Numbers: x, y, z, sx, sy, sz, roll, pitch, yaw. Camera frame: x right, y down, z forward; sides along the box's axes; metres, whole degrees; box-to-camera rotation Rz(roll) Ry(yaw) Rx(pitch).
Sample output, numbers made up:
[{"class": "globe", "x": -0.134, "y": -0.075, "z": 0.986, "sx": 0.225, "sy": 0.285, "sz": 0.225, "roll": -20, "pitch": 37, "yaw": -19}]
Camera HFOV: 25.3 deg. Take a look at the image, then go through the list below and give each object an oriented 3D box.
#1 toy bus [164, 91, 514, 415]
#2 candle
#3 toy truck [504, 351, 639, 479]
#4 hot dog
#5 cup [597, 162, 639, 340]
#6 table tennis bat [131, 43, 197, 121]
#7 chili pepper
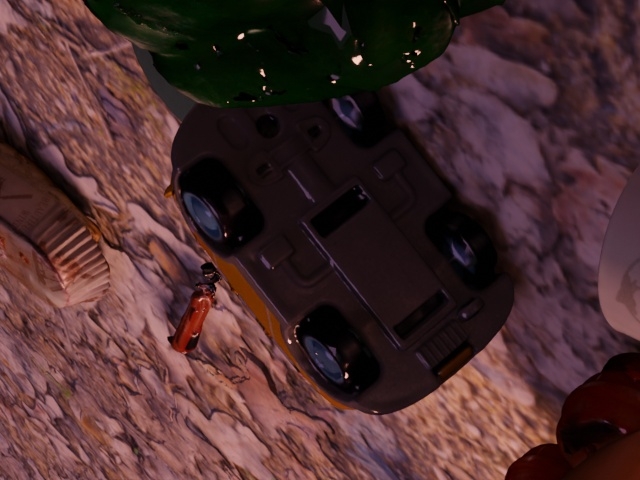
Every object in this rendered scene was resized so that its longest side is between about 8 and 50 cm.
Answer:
[{"class": "toy bus", "x": 0.000, "y": 0.000, "z": 0.842, "sx": 0.209, "sy": 0.126, "sz": 0.136, "roll": 52, "pitch": 161, "yaw": -1}, {"class": "candle", "x": -0.101, "y": 0.059, "z": 1.170, "sx": 0.026, "sy": 0.021, "sz": 0.167, "roll": 66, "pitch": 157, "yaw": 17}, {"class": "toy truck", "x": 0.184, "y": 0.219, "z": 0.770, "sx": 0.239, "sy": 0.189, "sz": 0.265, "roll": 35, "pitch": 149, "yaw": 10}, {"class": "hot dog", "x": -0.289, "y": -0.031, "z": 1.290, "sx": 0.268, "sy": 0.075, "sz": 0.144, "roll": 36, "pitch": 153, "yaw": 21}, {"class": "cup", "x": 0.191, "y": 0.003, "z": 0.579, "sx": 0.133, "sy": 0.099, "sz": 0.136, "roll": 27, "pitch": 145, "yaw": 39}, {"class": "table tennis bat", "x": -0.081, "y": -0.133, "z": 0.900, "sx": 0.124, "sy": 0.033, "sz": 0.201, "roll": 36, "pitch": 151, "yaw": 23}, {"class": "chili pepper", "x": -0.031, "y": -0.151, "z": 0.669, "sx": 0.165, "sy": 0.174, "sz": 0.261, "roll": 39, "pitch": 162, "yaw": -35}]
